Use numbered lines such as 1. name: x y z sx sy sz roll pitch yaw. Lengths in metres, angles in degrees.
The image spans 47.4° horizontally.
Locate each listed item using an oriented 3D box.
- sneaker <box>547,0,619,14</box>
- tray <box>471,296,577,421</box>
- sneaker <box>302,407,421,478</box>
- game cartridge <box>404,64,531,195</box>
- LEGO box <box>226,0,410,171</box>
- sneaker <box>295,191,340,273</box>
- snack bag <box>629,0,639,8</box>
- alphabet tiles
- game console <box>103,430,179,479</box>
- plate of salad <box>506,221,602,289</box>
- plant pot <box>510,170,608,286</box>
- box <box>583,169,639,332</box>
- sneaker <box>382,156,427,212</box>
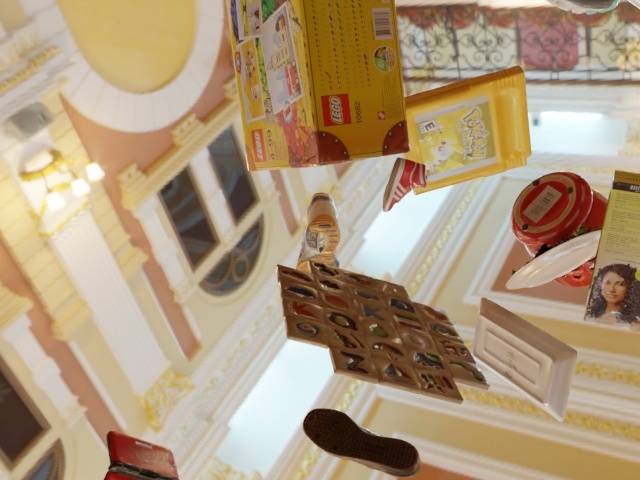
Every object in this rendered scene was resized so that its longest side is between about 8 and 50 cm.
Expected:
1. sneaker: 0.248 -0.303 0.767 0.166 0.076 0.065 39 -125 14
2. tray: 0.374 0.222 1.399 0.030 0.145 0.270 -4 -161 -26
3. sneaker: 0.060 0.314 1.094 0.189 0.071 0.066 18 -120 25
4. game cartridge: 0.366 -0.270 1.848 0.324 0.285 0.052 -15 -140 6
5. LEGO box: -0.025 -0.396 1.407 0.193 0.499 0.372 -10 -173 -25
6. sneaker: 0.000 0.000 1.881 0.112 0.296 0.130 6 -129 -9
7. snack bag: 0.628 -0.560 1.513 0.037 0.343 0.323 -42 -143 20
8. alphabet tiles: 0.078 0.118 1.044 0.285 0.011 0.342 15 -161 -13
9. game console: -0.329 0.421 1.281 0.085 0.144 0.124 -48 -142 12
10. plate of salad: 0.414 0.028 1.286 0.200 0.200 0.048 -22 -111 -7
11. plant pot: 0.485 -0.027 1.433 0.191 0.174 0.191 -30 -138 31
12. box: 0.455 0.018 1.080 0.088 0.232 0.058 10 -155 19
13. sneaker: 0.157 -0.096 1.345 0.067 0.118 0.042 9 -141 -11
